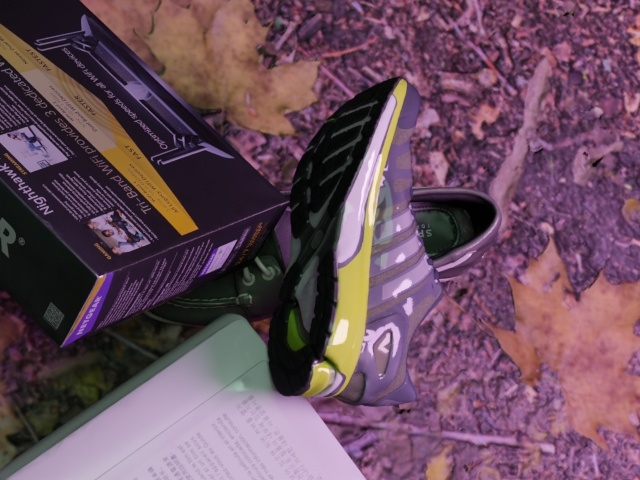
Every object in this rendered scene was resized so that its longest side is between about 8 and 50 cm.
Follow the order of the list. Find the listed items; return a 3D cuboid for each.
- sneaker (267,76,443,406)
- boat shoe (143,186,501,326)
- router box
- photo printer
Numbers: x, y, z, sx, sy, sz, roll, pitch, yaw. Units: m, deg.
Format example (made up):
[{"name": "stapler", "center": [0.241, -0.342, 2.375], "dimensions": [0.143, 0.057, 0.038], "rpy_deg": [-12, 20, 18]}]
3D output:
[{"name": "sneaker", "center": [0.042, 0.005, 1.548], "dimensions": [0.121, 0.111, 0.299], "rpy_deg": [26, 66, -31]}, {"name": "boat shoe", "center": [0.000, 0.000, 1.619], "dimensions": [0.335, 0.095, 0.112], "rpy_deg": [-8, 75, -21]}, {"name": "router box", "center": [-0.212, -0.076, 1.487], "dimensions": [0.309, 0.081, 0.243], "rpy_deg": [44, 35, 17]}, {"name": "photo printer", "center": [-0.118, 0.241, 1.491], "dimensions": [0.307, 0.107, 0.256], "rpy_deg": [-35, 85, -25]}]
